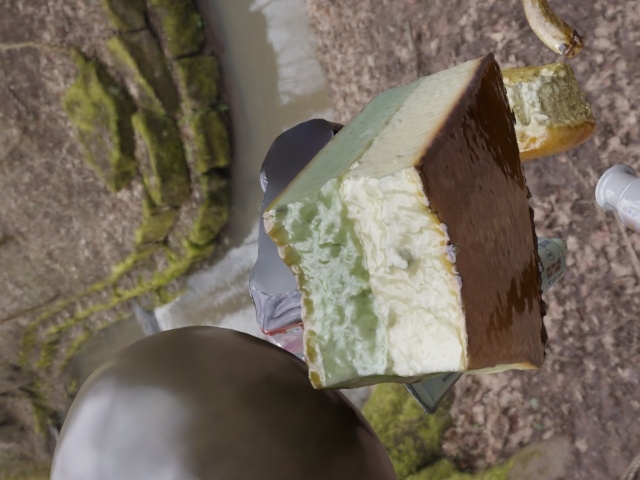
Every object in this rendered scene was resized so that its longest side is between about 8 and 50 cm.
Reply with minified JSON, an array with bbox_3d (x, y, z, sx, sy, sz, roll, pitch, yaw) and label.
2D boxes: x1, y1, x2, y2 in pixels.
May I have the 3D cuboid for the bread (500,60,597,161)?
[{"bbox_3d":[0.224,-0.155,1.092,0.245,0.174,0.121,-1,110,34],"label":"bread"}]

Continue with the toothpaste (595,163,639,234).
[{"bbox_3d":[0.409,0.004,0.889,0.066,0.100,0.323,-62,30,15],"label":"toothpaste"}]

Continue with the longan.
[{"bbox_3d":[-0.059,0.167,0.548,0.246,0.215,0.246,162,90,-80],"label":"longan"}]

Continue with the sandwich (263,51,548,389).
[{"bbox_3d":[0.055,-0.024,0.523,0.108,0.186,0.220,-12,77,29],"label":"sandwich"}]

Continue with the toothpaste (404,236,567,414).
[{"bbox_3d":[0.145,0.054,0.726,0.047,0.268,0.069,1,112,42],"label":"toothpaste"}]

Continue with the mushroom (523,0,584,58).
[{"bbox_3d":[0.352,-0.482,1.439,0.232,0.208,0.302,14,100,26],"label":"mushroom"}]

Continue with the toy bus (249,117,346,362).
[{"bbox_3d":[0.000,0.000,1.017,0.303,0.127,0.147,-89,-24,-44],"label":"toy bus"}]
